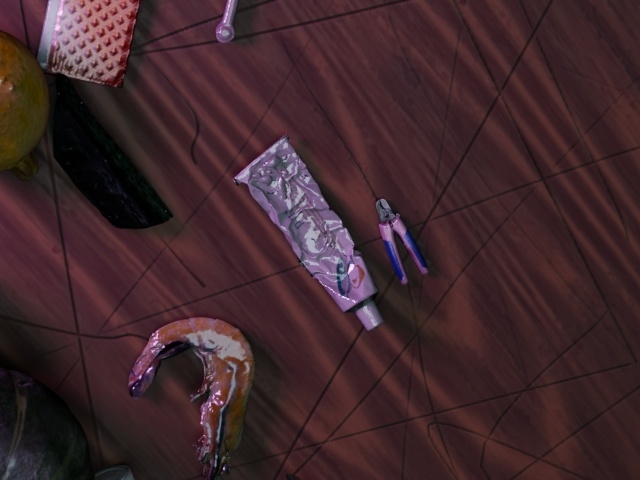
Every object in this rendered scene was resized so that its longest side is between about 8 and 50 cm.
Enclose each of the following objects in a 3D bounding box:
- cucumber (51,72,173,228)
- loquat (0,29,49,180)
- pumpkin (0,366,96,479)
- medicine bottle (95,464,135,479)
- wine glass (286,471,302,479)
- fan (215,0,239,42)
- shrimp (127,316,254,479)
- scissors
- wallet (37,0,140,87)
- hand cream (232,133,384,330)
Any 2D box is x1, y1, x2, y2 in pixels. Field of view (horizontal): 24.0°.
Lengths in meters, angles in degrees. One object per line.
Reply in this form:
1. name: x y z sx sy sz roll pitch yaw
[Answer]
1. cucumber: -0.261 -0.087 1.731 0.070 0.046 0.220 -31 112 11
2. loquat: -0.377 -0.145 1.647 0.172 0.149 0.204 -41 119 -2
3. pumpkin: -0.408 0.283 1.730 0.300 0.207 0.300 -8 116 -17
4. medicine bottle: -0.225 0.386 1.855 0.074 0.074 0.218 -23 109 -3
5. wine glass: -0.070 0.390 1.886 0.066 0.066 0.198 31 98 -16
6. fan: -0.071 -0.361 1.705 0.057 0.023 0.282 9 103 -21
7. shrimp: -0.159 0.201 1.826 0.152 0.046 0.219 3 100 -11
8. scissors: 0.095 -0.001 1.833 0.039 0.012 0.113 -25 107 -2
9. wallet: -0.254 -0.275 1.697 0.103 0.020 0.197 11 103 -12
10. hand cream: 0.000 0.000 1.800 0.084 0.050 0.257 -36 101 -1
